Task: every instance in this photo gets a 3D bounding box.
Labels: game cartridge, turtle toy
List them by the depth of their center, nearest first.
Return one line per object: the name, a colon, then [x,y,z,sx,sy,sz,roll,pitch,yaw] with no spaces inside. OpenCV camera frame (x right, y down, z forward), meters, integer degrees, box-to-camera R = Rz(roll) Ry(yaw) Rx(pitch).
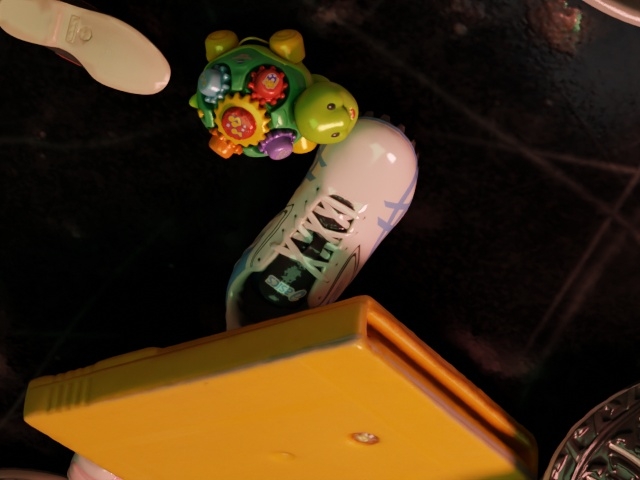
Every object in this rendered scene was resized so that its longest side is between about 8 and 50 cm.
turtle toy: [-0.034,-0.095,1.149,0.130,0.066,0.095,2,122,20]
game cartridge: [-0.029,0.154,1.326,0.323,0.053,0.285,-14,144,30]

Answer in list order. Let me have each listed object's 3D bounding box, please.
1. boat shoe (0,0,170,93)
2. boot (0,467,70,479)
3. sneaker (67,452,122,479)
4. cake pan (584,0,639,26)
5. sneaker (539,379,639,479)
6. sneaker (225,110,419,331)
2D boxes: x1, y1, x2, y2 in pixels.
boat shoe: [-0.167,-0.148,1.178,0.133,0.042,0.049,24,108,-3]
boot: [-0.231,0.367,1.471,0.377,0.284,0.138,13,133,1]
sneaker: [-0.167,0.219,1.489,0.134,0.051,0.070,23,139,5]
cake pan: [0.233,-0.251,0.892,0.293,0.054,0.293,1,126,1]
sneaker: [0.210,0.205,1.298,0.100,0.108,0.271,37,108,1]
sneaker: [0.000,0.000,1.216,0.085,0.086,0.237,31,131,-5]
